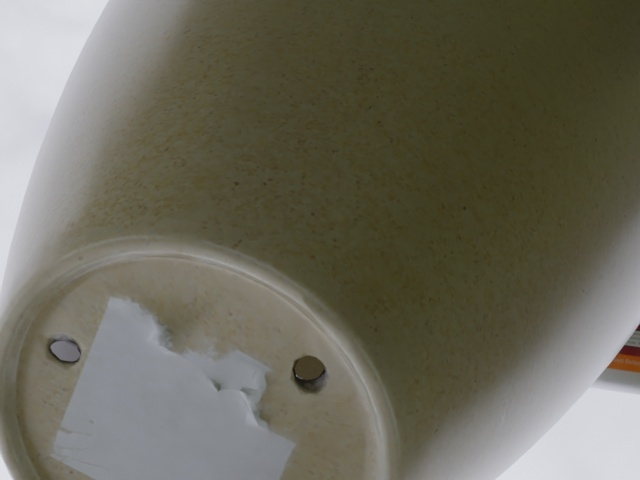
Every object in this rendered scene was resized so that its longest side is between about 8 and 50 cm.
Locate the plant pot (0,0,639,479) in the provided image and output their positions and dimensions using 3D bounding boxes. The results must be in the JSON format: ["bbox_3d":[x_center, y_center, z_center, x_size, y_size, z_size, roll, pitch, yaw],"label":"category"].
[{"bbox_3d":[0.000,0.000,0.614,0.256,0.256,0.274,32,-149,1],"label":"plant pot"}]

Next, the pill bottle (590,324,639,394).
[{"bbox_3d":[0.167,0.003,0.931,0.086,0.086,0.152,7,-88,-23],"label":"pill bottle"}]
